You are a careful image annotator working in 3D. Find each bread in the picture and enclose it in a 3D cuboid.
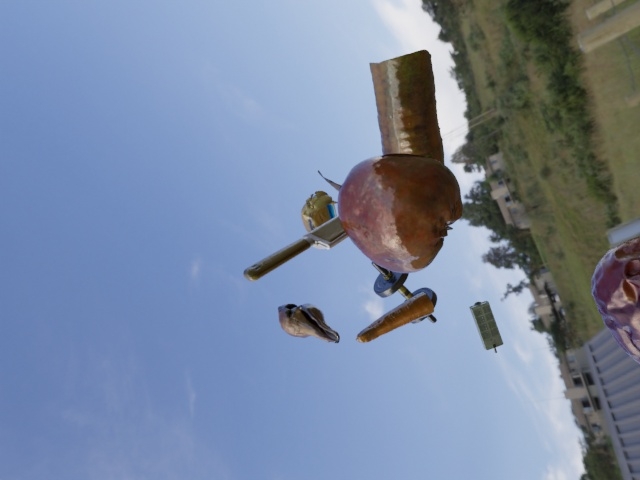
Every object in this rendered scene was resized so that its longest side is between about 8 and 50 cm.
[{"bbox_3d":[-0.004,-0.048,0.871,0.053,0.072,0.106,45,166,29],"label":"bread"}]

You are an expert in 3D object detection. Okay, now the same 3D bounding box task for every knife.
[{"bbox_3d":[0.000,0.001,0.609,0.256,0.046,0.021,-31,-49,-42],"label":"knife"}]

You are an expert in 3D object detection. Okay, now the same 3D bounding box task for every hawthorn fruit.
[{"bbox_3d":[0.080,-0.034,0.551,0.149,0.189,0.149,1,-90,-81],"label":"hawthorn fruit"}]

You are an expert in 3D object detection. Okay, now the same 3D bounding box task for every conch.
[{"bbox_3d":[-0.030,0.198,1.092,0.080,0.233,0.086,-8,-88,-50],"label":"conch"}]

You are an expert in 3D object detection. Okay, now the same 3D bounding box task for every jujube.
[{"bbox_3d":[0.526,0.100,0.673,0.250,0.174,0.174,44,-142,-22],"label":"jujube"}]

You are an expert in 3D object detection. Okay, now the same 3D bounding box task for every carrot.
[{"bbox_3d":[0.180,0.202,1.108,0.061,0.210,0.061,62,171,17],"label":"carrot"},{"bbox_3d":[0.156,-0.172,0.772,0.114,0.114,0.301,-59,-39,-53],"label":"carrot"}]

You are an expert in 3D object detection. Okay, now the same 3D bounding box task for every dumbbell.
[{"bbox_3d":[0.286,0.175,1.499,0.325,0.143,0.143,43,-142,-16],"label":"dumbbell"}]

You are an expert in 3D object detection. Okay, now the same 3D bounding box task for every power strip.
[{"bbox_3d":[0.414,0.216,1.097,0.019,0.051,0.136,-151,42,-88],"label":"power strip"}]
